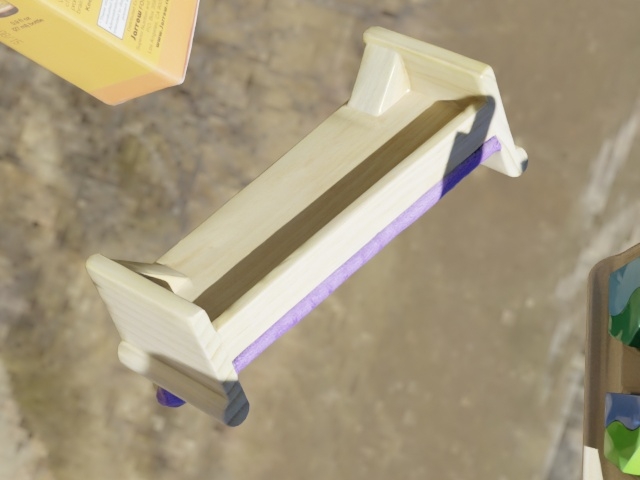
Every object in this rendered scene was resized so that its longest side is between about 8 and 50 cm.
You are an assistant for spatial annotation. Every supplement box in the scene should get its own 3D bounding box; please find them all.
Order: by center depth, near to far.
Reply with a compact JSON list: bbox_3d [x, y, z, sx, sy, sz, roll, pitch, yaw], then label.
[{"bbox_3d":[-0.187,-0.172,1.251,0.233,0.078,0.080,28,61,-41],"label":"supplement box"}]

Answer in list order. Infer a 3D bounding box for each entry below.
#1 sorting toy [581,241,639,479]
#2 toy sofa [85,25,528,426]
[{"bbox_3d":[0.229,0.073,1.278,0.208,0.038,0.193,147,-48,-59],"label":"sorting toy"},{"bbox_3d":[0.000,0.000,1.640,0.362,0.150,0.177,-40,131,-24],"label":"toy sofa"}]
